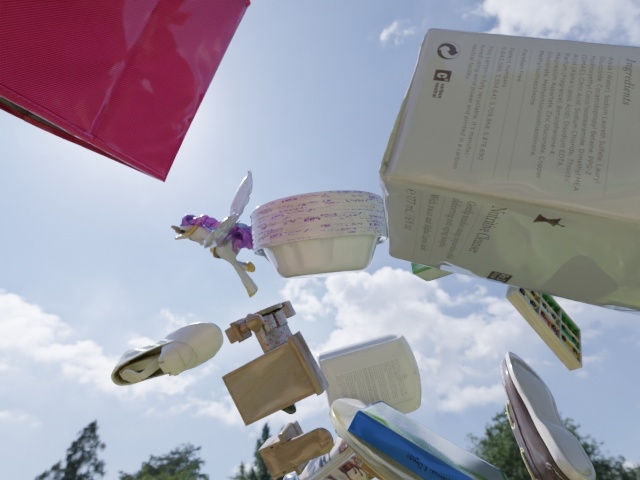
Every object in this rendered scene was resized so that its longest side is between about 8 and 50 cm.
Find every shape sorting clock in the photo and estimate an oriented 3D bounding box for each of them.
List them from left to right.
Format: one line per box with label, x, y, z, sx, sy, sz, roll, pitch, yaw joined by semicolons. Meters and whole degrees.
shape sorting clock;0.101;0.207;0.379;0.206;0.206;0.040;34;-100;-37

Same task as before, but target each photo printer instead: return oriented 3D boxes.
photo printer;0.163;0.443;1.294;0.307;0.256;0.107;-14;-2;-8

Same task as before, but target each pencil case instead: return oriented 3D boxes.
pencil case;0.055;0.654;1.171;0.183;0.160;0.410;8;-51;-52

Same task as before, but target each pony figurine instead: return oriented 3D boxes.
pony figurine;-0.280;-0.010;1.345;0.363;0.303;0.351;39;-53;-17

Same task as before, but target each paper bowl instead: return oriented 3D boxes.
paper bowl;0.000;0.000;0.854;0.284;0.148;0.284;-6;-7;-1

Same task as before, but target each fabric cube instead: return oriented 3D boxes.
fabric cube;-0.272;-0.252;0.420;0.254;0.258;0.259;24;-4;16

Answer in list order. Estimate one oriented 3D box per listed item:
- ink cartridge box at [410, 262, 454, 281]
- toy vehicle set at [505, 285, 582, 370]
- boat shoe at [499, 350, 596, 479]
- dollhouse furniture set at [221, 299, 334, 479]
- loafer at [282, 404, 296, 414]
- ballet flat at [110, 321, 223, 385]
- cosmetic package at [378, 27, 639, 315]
ink cartridge box;0.383;-0.035;1.315;0.201;0.278;0.117;-25;-33;33
toy vehicle set;0.618;0.203;1.124;0.267;0.166;0.035;48;-51;-2
boat shoe;0.450;0.376;0.873;0.116;0.324;0.097;26;-65;-12
dollhouse furniture set;-0.030;0.269;0.905;0.173;0.303;0.355;-31;-8;17
loafer;-0.145;0.545;1.408;0.078;0.076;0.223;-28;-46;-4
ballet flat;-0.467;0.360;1.222;0.400;0.139;0.139;-21;-43;21
cosmetic package;0.263;-0.038;0.368;0.385;0.156;0.217;14;-16;17
